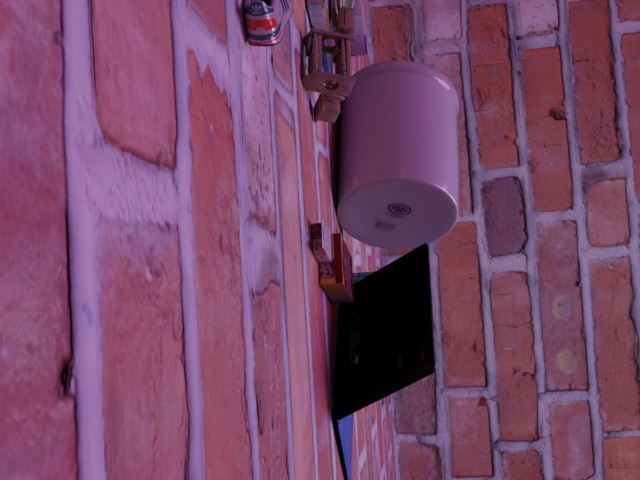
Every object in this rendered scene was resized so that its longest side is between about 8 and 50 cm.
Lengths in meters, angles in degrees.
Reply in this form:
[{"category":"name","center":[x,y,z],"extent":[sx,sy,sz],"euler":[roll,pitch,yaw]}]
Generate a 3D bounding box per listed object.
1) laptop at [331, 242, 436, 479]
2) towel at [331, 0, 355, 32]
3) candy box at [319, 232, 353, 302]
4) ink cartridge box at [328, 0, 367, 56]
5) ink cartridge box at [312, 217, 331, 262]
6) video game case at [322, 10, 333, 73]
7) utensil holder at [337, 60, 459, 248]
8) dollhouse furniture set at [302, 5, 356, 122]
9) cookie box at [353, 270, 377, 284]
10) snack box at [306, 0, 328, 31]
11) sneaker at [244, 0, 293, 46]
[{"category":"laptop","center":[0.152,0.287,1.767],"extent":[0.236,0.408,0.382],"euler":[42,31,-27]},{"category":"towel","center":[0.058,-0.650,1.781],"extent":[0.325,0.038,0.248],"euler":[76,26,-68]},{"category":"candy box","center":[0.035,0.062,1.656],"extent":[0.186,0.053,0.109],"euler":[64,22,-72]},{"category":"ink cartridge box","center":[0.068,-0.606,2.029],"extent":[0.148,0.086,0.203],"euler":[74,9,-61]},{"category":"ink cartridge box","center":[0.000,0.000,1.519],"extent":[0.115,0.029,0.063],"euler":[56,32,-72]},{"category":"video game case","center":[0.017,-0.481,1.916],"extent":[0.166,0.015,0.119],"euler":[-83,167,-54]},{"category":"utensil holder","center":[0.202,-0.218,2.016],"extent":[0.327,0.327,0.385],"euler":[75,15,-53]},{"category":"dollhouse furniture set","center":[0.000,-0.364,1.600],"extent":[0.161,0.101,0.182],"euler":[122,-29,-60]},{"category":"cookie box","center":[0.115,0.104,1.993],"extent":[0.092,0.107,0.040],"euler":[-33,117,-82]},{"category":"snack box","center":[-0.005,-0.537,1.701],"extent":[0.100,0.037,0.141],"euler":[74,14,-62]},{"category":"sneaker","center":[-0.072,-0.337,1.071],"extent":[0.161,0.057,0.075],"euler":[-82,171,-45]}]
